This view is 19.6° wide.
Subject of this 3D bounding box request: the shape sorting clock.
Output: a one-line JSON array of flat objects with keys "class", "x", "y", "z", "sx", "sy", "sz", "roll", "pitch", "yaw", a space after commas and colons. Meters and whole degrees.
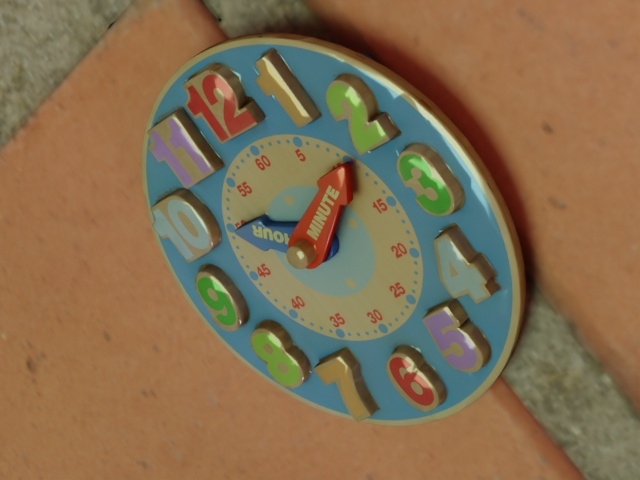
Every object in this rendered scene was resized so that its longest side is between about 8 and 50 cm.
[{"class": "shape sorting clock", "x": 0.000, "y": 0.000, "z": 0.858, "sx": 0.206, "sy": 0.040, "sz": 0.206, "roll": 20, "pitch": 127, "yaw": 29}]
